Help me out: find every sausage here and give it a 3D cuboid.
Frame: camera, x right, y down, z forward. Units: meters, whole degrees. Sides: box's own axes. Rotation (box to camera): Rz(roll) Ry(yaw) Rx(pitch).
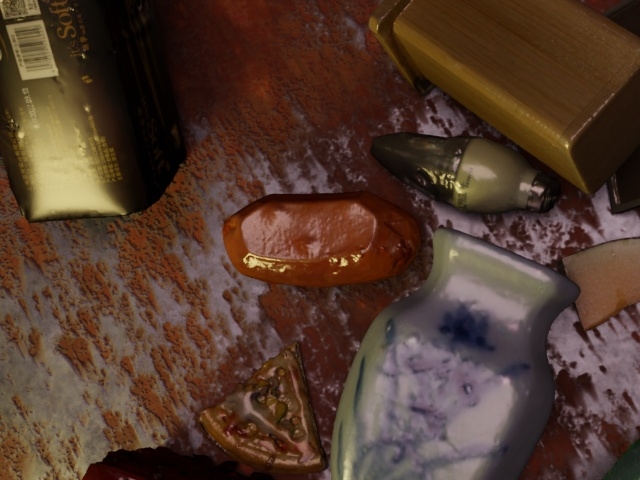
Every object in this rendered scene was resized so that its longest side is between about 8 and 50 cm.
[{"bbox_3d":[0.001,0.001,1.290,0.258,0.133,0.133,-2,82,14],"label":"sausage"}]

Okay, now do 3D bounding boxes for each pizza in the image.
[{"bbox_3d":[-0.054,0.222,1.318,0.184,0.036,0.176,29,89,13],"label":"pizza"}]

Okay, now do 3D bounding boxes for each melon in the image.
[{"bbox_3d":[0.393,0.035,1.245,0.182,0.054,0.098,-24,84,8],"label":"melon"}]

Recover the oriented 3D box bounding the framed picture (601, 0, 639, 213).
[{"bbox_3d":[0.397,-0.176,1.213,0.023,0.189,0.260,-3,80,-24],"label":"framed picture"}]

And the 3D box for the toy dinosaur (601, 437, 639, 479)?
[{"bbox_3d":[0.370,0.229,1.110,0.499,0.144,0.375,16,95,-16],"label":"toy dinosaur"}]

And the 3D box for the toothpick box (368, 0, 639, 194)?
[{"bbox_3d":[0.242,-0.214,1.193,0.187,0.190,0.308,-47,58,1],"label":"toothpick box"}]

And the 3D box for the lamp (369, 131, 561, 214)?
[{"bbox_3d":[0.181,-0.090,1.279,0.250,0.101,0.101,19,87,21],"label":"lamp"}]

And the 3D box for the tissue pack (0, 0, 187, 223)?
[{"bbox_3d":[-0.319,-0.228,1.268,0.209,0.198,0.370,-1,118,13],"label":"tissue pack"}]

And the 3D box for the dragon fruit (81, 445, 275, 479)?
[{"bbox_3d":[-0.161,0.440,1.216,0.286,0.228,0.329,16,84,12],"label":"dragon fruit"}]

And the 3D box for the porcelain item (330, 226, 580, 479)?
[{"bbox_3d":[0.145,0.200,1.207,0.242,0.178,0.405,24,88,14],"label":"porcelain item"}]

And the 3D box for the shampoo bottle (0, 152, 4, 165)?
[{"bbox_3d":[-0.471,-0.212,1.445,0.072,0.072,0.214,-20,79,8],"label":"shampoo bottle"}]
